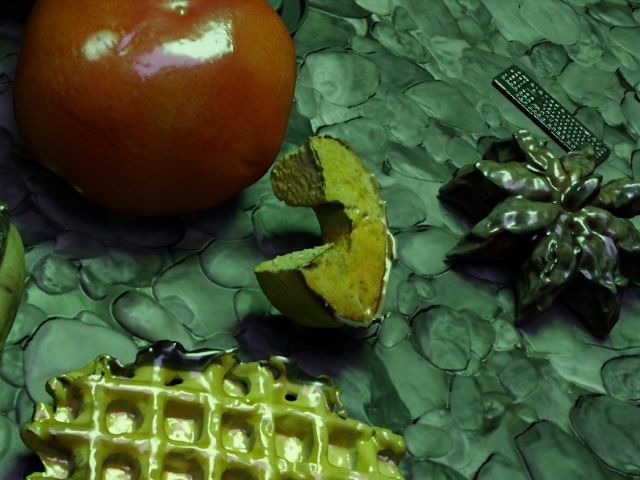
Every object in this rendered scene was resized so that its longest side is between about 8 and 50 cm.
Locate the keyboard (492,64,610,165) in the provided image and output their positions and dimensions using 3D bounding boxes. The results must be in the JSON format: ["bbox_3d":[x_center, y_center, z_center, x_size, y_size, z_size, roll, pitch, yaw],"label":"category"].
[{"bbox_3d":[0.264,-0.142,1.403,0.155,0.010,0.053,44,49,11],"label":"keyboard"}]

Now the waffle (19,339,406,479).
[{"bbox_3d":[-0.064,0.197,0.931,0.312,0.060,0.307,-19,66,-37],"label":"waffle"}]

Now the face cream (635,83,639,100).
[{"bbox_3d":[0.419,-0.191,1.513,0.040,0.021,0.083,40,47,8],"label":"face cream"}]

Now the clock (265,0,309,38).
[{"bbox_3d":[-0.103,-0.265,1.297,0.184,0.040,0.184,14,49,-17],"label":"clock"}]

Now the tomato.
[{"bbox_3d":[-0.142,-0.142,1.084,0.260,0.180,0.260,8,53,-11],"label":"tomato"}]

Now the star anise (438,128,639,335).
[{"bbox_3d":[0.244,-0.027,1.239,0.223,0.109,0.236,39,49,13],"label":"star anise"}]

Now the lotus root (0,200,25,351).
[{"bbox_3d":[-0.294,0.076,0.890,0.110,0.097,0.258,21,55,-1],"label":"lotus root"}]

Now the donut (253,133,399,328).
[{"bbox_3d":[0.007,0.004,1.087,0.146,0.078,0.181,37,45,-43],"label":"donut"}]
